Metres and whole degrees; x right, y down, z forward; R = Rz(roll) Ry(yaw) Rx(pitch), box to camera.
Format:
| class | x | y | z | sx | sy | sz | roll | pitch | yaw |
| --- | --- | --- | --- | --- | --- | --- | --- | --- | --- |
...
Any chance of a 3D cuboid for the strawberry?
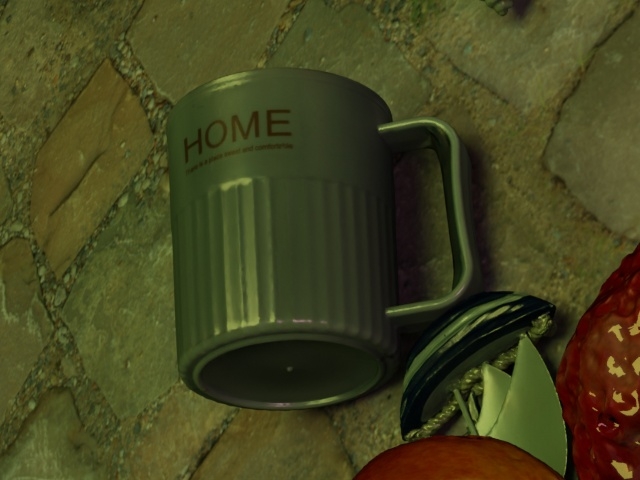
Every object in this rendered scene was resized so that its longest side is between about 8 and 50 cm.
| class | x | y | z | sx | sy | sz | roll | pitch | yaw |
| --- | --- | --- | --- | --- | --- | --- | --- | --- | --- |
| strawberry | 0.319 | 0.096 | 1.244 | 0.292 | 0.292 | 0.310 | -43 | 60 | 27 |

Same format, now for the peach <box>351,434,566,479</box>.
| class | x | y | z | sx | sy | sz | roll | pitch | yaw |
| --- | --- | --- | --- | --- | --- | --- | --- | --- | --- |
| peach | 0.117 | 0.282 | 1.269 | 0.281 | 0.238 | 0.281 | -39 | 41 | 44 |

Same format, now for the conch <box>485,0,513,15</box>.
| class | x | y | z | sx | sy | sz | roll | pitch | yaw |
| --- | --- | --- | --- | --- | --- | --- | --- | --- | --- |
| conch | 0.169 | -0.443 | 1.761 | 0.249 | 0.197 | 0.368 | 116 | 169 | -85 |

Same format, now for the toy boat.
| class | x | y | z | sx | sy | sz | roll | pitch | yaw |
| --- | --- | --- | --- | --- | --- | --- | --- | --- | --- |
| toy boat | 0.159 | 0.190 | 1.551 | 0.210 | 0.070 | 0.291 | -25 | 57 | 43 |

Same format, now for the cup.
| class | x | y | z | sx | sy | sz | roll | pitch | yaw |
| --- | --- | --- | --- | --- | --- | --- | --- | --- | --- |
| cup | -0.007 | 0.009 | 1.730 | 0.257 | 0.331 | 0.311 | 112 | 158 | -61 |
